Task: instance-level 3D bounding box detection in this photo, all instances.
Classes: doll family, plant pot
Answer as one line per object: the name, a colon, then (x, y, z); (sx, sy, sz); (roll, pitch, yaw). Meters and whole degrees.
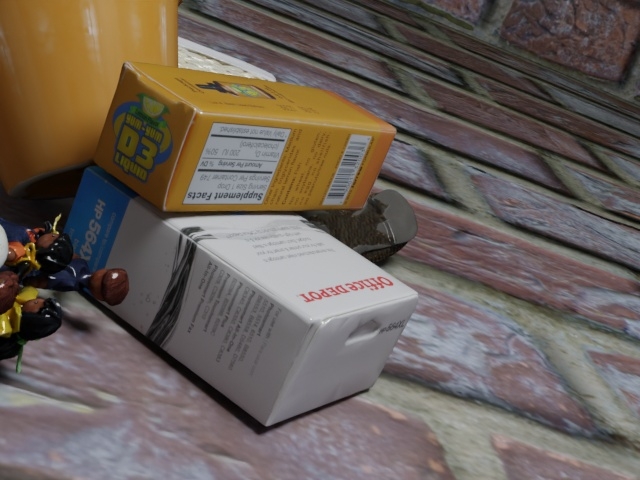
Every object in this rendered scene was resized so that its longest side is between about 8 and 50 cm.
doll family: (-0.184, 0.022, 0.648); (0.111, 0.076, 0.193); (7, 23, 8)
plant pot: (-0.188, -0.135, 0.833); (0.205, 0.187, 0.205); (-12, -5, -1)

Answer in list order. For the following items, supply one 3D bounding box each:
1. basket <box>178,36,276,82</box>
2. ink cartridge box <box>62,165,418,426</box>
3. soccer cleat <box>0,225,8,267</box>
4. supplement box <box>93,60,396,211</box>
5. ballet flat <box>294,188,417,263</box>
basket: (-0.128, -0.113, 1.008); (0.167, 0.113, 0.103); (17, 23, -19)
ink cartridge box: (-0.057, 0.028, 0.770); (0.203, 0.085, 0.148); (34, 21, 25)
soccer cleat: (-0.240, -0.018, 0.496); (0.196, 0.076, 0.068); (7, 26, -10)
supplement box: (-0.046, -0.069, 0.793); (0.078, 0.080, 0.233); (34, 18, 31)
ballet flat: (0.000, 0.000, 0.968); (0.250, 0.058, 0.084); (-16, 80, -54)
